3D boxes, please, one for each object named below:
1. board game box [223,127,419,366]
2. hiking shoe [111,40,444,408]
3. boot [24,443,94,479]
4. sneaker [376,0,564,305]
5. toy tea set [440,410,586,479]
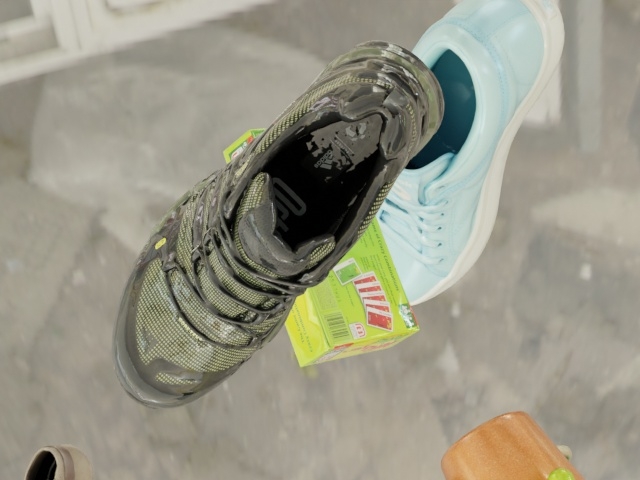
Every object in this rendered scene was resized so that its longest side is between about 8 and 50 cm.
[{"bbox_3d":[0.000,0.000,1.520,0.092,0.043,0.181,-9,73,-39],"label":"board game box"},{"bbox_3d":[-0.034,-0.003,0.958,0.086,0.114,0.227,39,105,1],"label":"hiking shoe"},{"bbox_3d":[-0.159,0.175,1.123,0.042,0.087,0.118,8,71,16],"label":"boot"},{"bbox_3d":[0.089,-0.073,1.774,0.135,0.366,0.150,37,42,24],"label":"sneaker"},{"bbox_3d":[0.130,0.242,1.485,0.200,0.336,0.124,-34,69,6],"label":"toy tea set"}]
